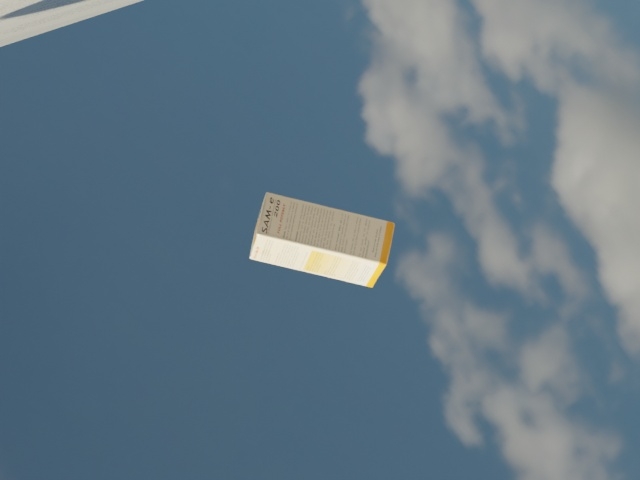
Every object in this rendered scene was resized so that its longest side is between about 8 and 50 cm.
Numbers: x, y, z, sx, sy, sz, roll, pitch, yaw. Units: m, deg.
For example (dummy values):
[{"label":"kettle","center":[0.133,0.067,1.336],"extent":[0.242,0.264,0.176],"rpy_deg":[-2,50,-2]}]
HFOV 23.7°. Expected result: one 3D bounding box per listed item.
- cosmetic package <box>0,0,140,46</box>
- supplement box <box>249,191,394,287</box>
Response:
[{"label":"cosmetic package","center":[-0.068,-0.146,0.585],"extent":[0.377,0.284,0.097],"rpy_deg":[-23,-84,-27]},{"label":"supplement box","center":[0.000,0.000,1.133],"extent":[0.098,0.062,0.036],"rpy_deg":[13,-109,-5]}]
